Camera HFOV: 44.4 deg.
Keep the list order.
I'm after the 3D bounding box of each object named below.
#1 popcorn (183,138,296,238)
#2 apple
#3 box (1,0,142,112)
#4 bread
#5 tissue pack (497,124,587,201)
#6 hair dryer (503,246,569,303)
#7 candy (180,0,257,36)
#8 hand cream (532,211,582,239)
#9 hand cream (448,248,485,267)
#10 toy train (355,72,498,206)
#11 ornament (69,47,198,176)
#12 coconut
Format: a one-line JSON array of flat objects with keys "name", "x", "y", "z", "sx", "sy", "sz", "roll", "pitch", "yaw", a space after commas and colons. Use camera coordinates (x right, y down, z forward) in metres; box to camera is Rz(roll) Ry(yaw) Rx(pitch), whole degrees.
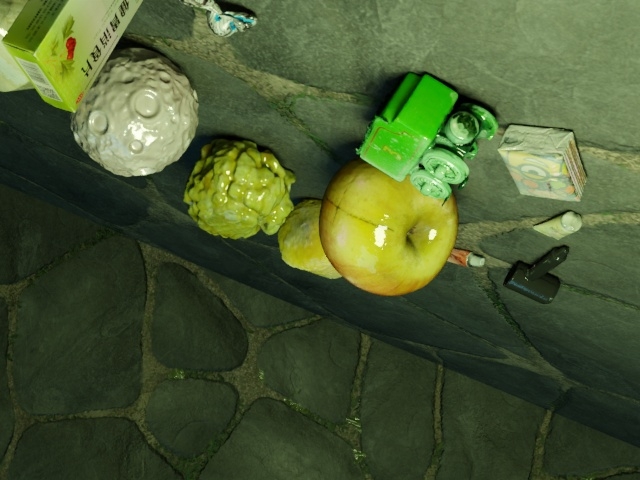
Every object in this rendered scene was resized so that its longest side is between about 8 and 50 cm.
[{"name": "popcorn", "x": -0.191, "y": -0.114, "z": 1.828, "sx": 0.258, "sy": 0.224, "sz": 0.270, "roll": 13, "pitch": 156, "yaw": 11}, {"name": "apple", "x": 0.126, "y": -0.036, "z": 1.527, "sx": 0.286, "sy": 0.286, "sz": 0.233, "roll": 35, "pitch": 179, "yaw": -36}, {"name": "box", "x": -0.372, "y": -0.353, "z": 1.221, "sx": 0.062, "sy": 0.260, "sz": 0.175, "roll": 22, "pitch": 163, "yaw": 9}, {"name": "bread", "x": 0.002, "y": -0.003, "z": 1.988, "sx": 0.197, "sy": 0.197, "sz": 0.170, "roll": 10, "pitch": 166, "yaw": 39}, {"name": "tissue pack", "x": 0.367, "y": -0.124, "z": 1.287, "sx": 0.109, "sy": 0.060, "sz": 0.148, "roll": 14, "pitch": 161, "yaw": 34}, {"name": "hair dryer", "x": 0.504, "y": 0.065, "z": 1.730, "sx": 0.114, "sy": 0.070, "sz": 0.248, "roll": 25, "pitch": 156, "yaw": 0}, {"name": "candy", "x": -0.193, "y": -0.398, "z": 1.222, "sx": 0.094, "sy": 0.051, "sz": 0.226, "roll": -8, "pitch": 148, "yaw": 44}, {"name": "hand cream", "x": 0.462, "y": -0.025, "z": 1.524, "sx": 0.061, "sy": 0.039, "sz": 0.143, "roll": 21, "pitch": 169, "yaw": -1}, {"name": "hand cream", "x": 0.308, "y": 0.031, "z": 1.931, "sx": 0.216, "sy": 0.038, "sz": 0.052, "roll": 14, "pitch": 134, "yaw": 43}, {"name": "toy train", "x": 0.174, "y": -0.169, "z": 1.304, "sx": 0.188, "sy": 0.132, "sz": 0.243, "roll": 32, "pitch": 164, "yaw": 0}, {"name": "ornament", "x": -0.363, "y": -0.251, "z": 1.566, "sx": 0.225, "sy": 0.259, "sz": 0.259, "roll": 35, "pitch": 161, "yaw": -20}, {"name": "coconut", "x": -0.597, "y": -0.391, "z": 1.542, "sx": 0.202, "sy": 0.202, "sz": 0.222, "roll": 7, "pitch": 155, "yaw": 45}]
